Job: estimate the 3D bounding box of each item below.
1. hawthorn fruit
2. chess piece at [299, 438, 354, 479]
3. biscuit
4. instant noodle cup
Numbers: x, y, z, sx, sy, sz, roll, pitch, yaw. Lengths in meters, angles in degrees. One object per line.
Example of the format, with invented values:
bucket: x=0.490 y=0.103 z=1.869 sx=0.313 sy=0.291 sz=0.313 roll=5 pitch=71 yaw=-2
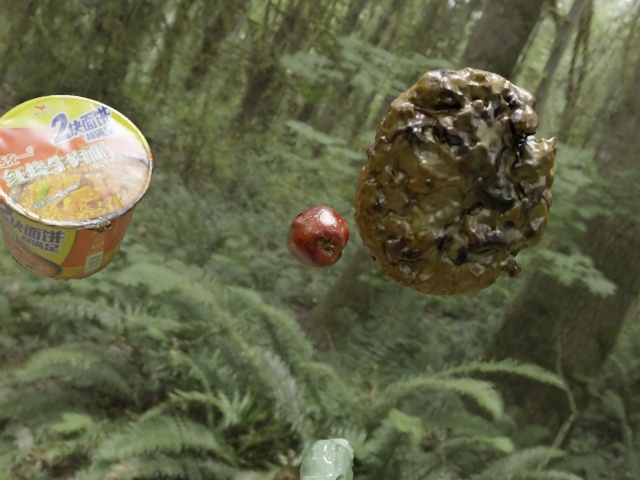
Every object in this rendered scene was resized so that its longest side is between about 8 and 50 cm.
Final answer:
hawthorn fruit: x=0.000 y=0.000 z=1.279 sx=0.093 sy=0.093 sz=0.093 roll=27 pitch=1 yaw=-1
chess piece: x=0.027 y=0.419 z=1.413 sx=0.175 sy=0.298 sz=0.176 roll=-9 pitch=23 yaw=4
biscuit: x=0.202 y=-0.081 z=1.364 sx=0.289 sy=0.334 sz=0.081 roll=12 pitch=5 yaw=-5
instant noodle cup: x=-0.336 y=-0.056 z=1.253 sx=0.213 sy=0.213 sz=0.174 roll=27 pitch=-38 yaw=1
